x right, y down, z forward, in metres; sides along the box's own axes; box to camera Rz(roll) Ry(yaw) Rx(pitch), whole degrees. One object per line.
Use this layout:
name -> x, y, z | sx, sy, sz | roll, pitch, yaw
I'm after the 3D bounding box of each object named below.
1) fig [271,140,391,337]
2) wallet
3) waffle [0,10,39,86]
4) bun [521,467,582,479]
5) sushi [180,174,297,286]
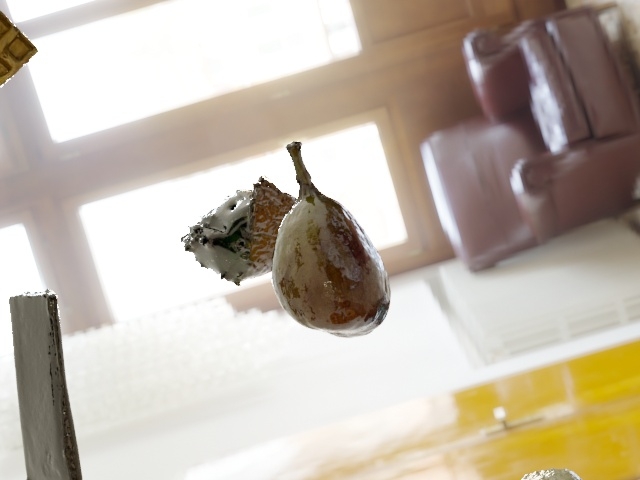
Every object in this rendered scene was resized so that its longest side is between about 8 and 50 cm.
fig -> -0.002, 0.001, 1.667 | 0.170, 0.145, 0.274 | 4, -112, -70
wallet -> -0.393, 0.212, 1.772 | 0.146, 0.030, 0.285 | -7, 90, 52
waffle -> -0.479, -0.220, 1.542 | 0.160, 0.211, 0.055 | 48, 171, -16
bun -> 0.216, 0.277, 1.229 | 0.115, 0.069, 0.115 | -159, 90, -81
sushi -> -0.128, -0.006, 1.960 | 0.287, 0.140, 0.149 | 158, 125, -65
